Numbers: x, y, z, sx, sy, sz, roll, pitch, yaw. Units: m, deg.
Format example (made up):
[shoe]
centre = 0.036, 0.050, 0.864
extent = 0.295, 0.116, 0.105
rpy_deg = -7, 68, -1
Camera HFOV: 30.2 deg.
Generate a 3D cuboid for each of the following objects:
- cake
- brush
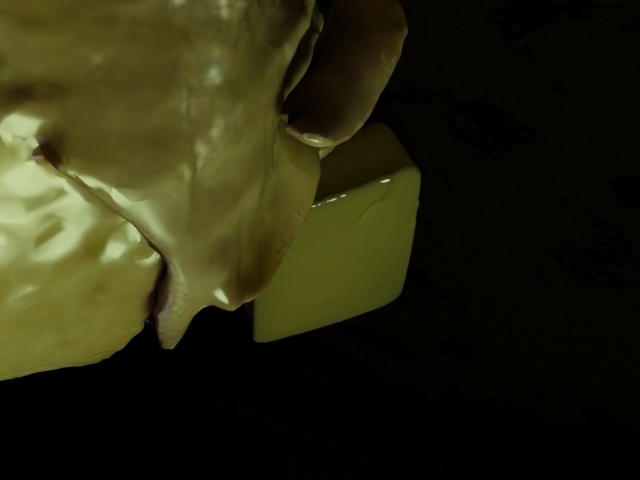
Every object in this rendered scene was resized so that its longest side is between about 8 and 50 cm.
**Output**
[cake]
centre = -0.124, -0.100, 0.539
extent = 0.321, 0.332, 0.332
rpy_deg = -14, 162, -33
[brush]
centre = 0.000, 0.000, 0.847
extent = 0.123, 0.059, 0.197
rpy_deg = -20, 154, -12
